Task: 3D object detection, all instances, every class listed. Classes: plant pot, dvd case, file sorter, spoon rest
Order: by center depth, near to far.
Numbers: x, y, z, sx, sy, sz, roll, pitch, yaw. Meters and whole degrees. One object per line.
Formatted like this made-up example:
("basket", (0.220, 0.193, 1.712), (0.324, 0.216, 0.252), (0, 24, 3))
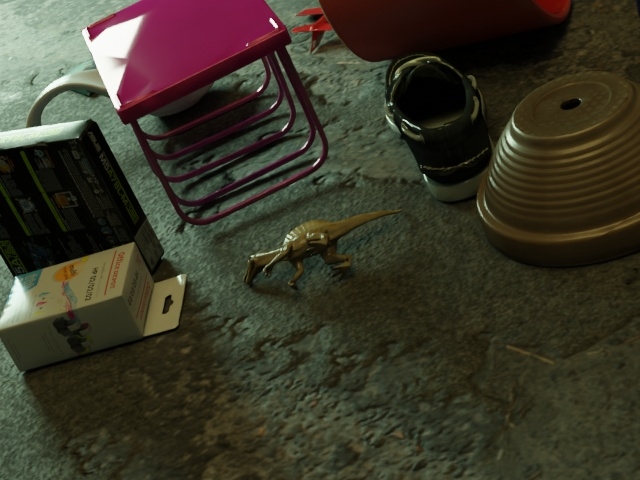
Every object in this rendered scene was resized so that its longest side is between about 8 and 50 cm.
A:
("plant pot", (0.255, -0.087, 1.605), (0.237, 0.109, 0.237), (-18, 31, 11))
("file sorter", (-0.131, -0.170, 1.928), (0.202, 0.182, 0.290), (-26, 29, -3))
("plant pot", (0.131, -0.344, 1.971), (0.243, 0.275, 0.275), (-20, 28, 28))
("spoon rest", (-0.259, -0.190, 2.141), (0.276, 0.084, 0.137), (-19, 23, 9))
("dvd case", (-0.302, -0.246, 2.335), (0.119, 0.013, 0.087), (-36, 32, -22))

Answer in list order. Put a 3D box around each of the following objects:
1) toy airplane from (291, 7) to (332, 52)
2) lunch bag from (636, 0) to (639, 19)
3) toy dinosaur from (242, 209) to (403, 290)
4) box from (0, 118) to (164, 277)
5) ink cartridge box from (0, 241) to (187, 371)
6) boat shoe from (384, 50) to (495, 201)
("toy airplane", (0.016, -0.297, 2.184), (0.151, 0.028, 0.151), (-16, 31, 10))
("lunch bag", (0.406, -0.391, 1.852), (0.115, 0.243, 0.303), (-6, 35, 26))
("toy dinosaur", (0.000, 0.000, 1.696), (0.183, 0.053, 0.092), (-23, 29, 1))
("box", (-0.290, -0.037, 1.817), (0.184, 0.190, 0.045), (-6, 37, 29))
("ink cartridge box", (-0.239, 0.065, 1.746), (0.181, 0.061, 0.104), (-16, 31, 12))
("boat shoe", (0.126, -0.153, 1.814), (0.114, 0.091, 0.302), (-24, 30, -1))
